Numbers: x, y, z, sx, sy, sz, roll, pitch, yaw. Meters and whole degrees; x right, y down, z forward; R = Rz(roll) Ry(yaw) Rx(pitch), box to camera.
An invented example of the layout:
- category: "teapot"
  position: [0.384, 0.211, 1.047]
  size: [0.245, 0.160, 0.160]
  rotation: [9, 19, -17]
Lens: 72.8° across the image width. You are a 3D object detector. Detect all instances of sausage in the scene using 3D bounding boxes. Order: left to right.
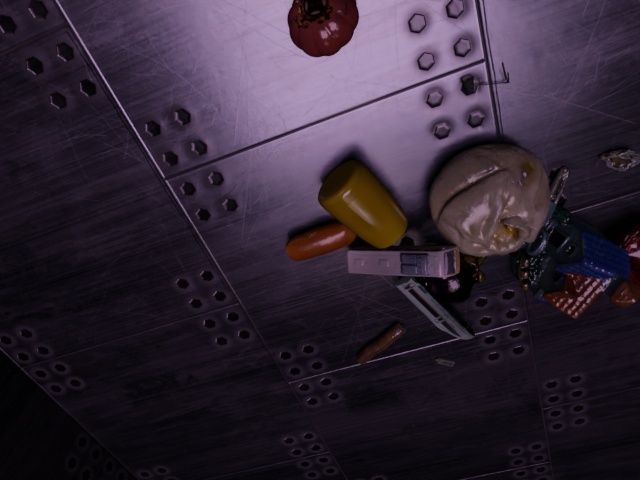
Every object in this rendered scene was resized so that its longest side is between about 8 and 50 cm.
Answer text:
- category: "sausage"
  position: [0.000, 0.000, 1.426]
  size: [0.238, 0.098, 0.098]
  rotation: [-18, 120, 13]

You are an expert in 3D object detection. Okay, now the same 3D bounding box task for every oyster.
- category: "oyster"
  position: [0.913, -0.246, 1.318]
  size: [0.098, 0.037, 0.100]
  rotation: [-20, 142, 33]

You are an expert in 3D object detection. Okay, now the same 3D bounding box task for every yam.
- category: "yam"
  position: [0.235, 0.406, 1.702]
  size: [0.057, 0.056, 0.241]
  rotation: [37, 113, -20]

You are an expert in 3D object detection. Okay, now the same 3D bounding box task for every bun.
- category: "bun"
  position: [0.511, -0.102, 1.291]
  size: [0.365, 0.219, 0.365]
  rotation: [-1, 120, -2]

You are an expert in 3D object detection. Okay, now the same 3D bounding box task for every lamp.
- category: "lamp"
  position: [0.009, -0.537, 1.062]
  size: [0.182, 0.140, 0.182]
  rotation: [-3, 82, 24]
- category: "lamp"
  position: [0.453, -0.437, 1.193]
  size: [0.121, 0.041, 0.054]
  rotation: [-16, 128, 13]

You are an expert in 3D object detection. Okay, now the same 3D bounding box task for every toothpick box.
- category: "toothpick box"
  position: [0.140, -0.098, 1.319]
  size: [0.175, 0.175, 0.271]
  rotation: [-39, 117, 21]

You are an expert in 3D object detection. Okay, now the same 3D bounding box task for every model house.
- category: "model house"
  position: [0.797, 0.110, 1.361]
  size: [0.252, 0.329, 0.294]
  rotation: [22, 117, -17]

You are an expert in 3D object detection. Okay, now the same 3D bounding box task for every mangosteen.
- category: "mangosteen"
  position: [0.454, 0.109, 1.442]
  size: [0.231, 0.194, 0.194]
  rotation: [-21, 120, 6]

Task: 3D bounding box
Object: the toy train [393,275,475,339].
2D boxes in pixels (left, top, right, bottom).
- category: "toy train"
  position: [0.421, 0.249, 1.582]
  size: [0.088, 0.086, 0.407]
  rotation: [-36, 115, 24]

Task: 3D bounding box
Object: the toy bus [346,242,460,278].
- category: "toy bus"
  position: [0.253, 0.060, 1.368]
  size: [0.343, 0.138, 0.097]
  rotation: [0, 95, 36]

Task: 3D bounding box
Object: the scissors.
- category: "scissors"
  position: [0.710, -0.094, 1.370]
  size: [0.041, 0.138, 0.289]
  rotation: [16, 106, -10]

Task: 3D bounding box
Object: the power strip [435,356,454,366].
- category: "power strip"
  position: [0.510, 0.496, 1.777]
  size: [0.083, 0.017, 0.027]
  rotation: [14, 119, -11]

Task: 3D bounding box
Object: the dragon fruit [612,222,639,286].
- category: "dragon fruit"
  position: [1.123, 0.023, 1.451]
  size: [0.329, 0.228, 0.286]
  rotation: [25, 87, 7]

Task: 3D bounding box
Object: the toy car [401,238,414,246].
- category: "toy car"
  position: [0.287, 0.038, 1.487]
  size: [0.041, 0.025, 0.093]
  rotation: [22, 116, -11]
